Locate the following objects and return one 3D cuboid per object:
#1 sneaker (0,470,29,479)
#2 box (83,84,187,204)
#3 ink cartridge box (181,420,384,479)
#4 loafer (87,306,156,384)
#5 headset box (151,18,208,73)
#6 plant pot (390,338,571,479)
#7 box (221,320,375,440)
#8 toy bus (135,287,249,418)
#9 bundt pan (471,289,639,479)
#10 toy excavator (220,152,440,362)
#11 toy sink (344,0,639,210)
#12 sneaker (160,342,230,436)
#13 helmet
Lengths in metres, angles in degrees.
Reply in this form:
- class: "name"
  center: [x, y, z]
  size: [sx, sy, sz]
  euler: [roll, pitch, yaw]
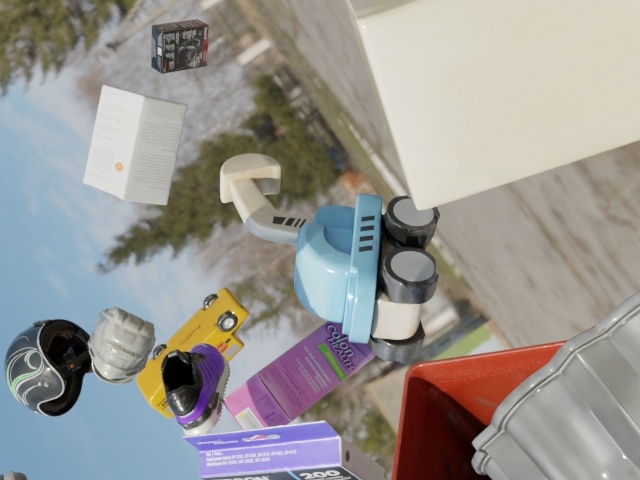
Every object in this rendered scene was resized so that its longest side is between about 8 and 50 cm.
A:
- class: "sneaker"
  center: [-0.347, 0.432, 1.467]
  size: [0.124, 0.178, 0.295]
  euler: [-131, 21, -56]
- class: "box"
  center: [-0.306, -0.157, 1.635]
  size: [0.091, 0.170, 0.130]
  euler: [6, -169, -45]
- class: "ink cartridge box"
  center: [-0.047, 0.298, 1.304]
  size: [0.208, 0.206, 0.045]
  euler: [50, -144, -51]
- class: "loafer"
  center: [-0.330, 0.175, 1.608]
  size: [0.112, 0.111, 0.319]
  euler: [27, 169, -5]
- class: "headset box"
  center: [-0.192, -0.271, 1.382]
  size: [0.032, 0.083, 0.062]
  euler: [35, 131, 39]
- class: "plant pot"
  center: [0.254, 0.300, 1.151]
  size: [0.236, 0.267, 0.267]
  euler: [51, -142, -38]
- class: "box"
  center: [-0.047, 0.280, 2.011]
  size: [0.117, 0.243, 0.213]
  euler: [53, 147, 4]
- class: "toy bus"
  center: [-0.307, 0.279, 2.469]
  size: [0.130, 0.332, 0.108]
  euler: [46, 178, -41]
- class: "bundt pan"
  center: [0.285, 0.137, 0.759]
  size: [0.124, 0.331, 0.331]
  euler: [60, -176, 29]
- class: "toy excavator"
  center: [0.000, 0.000, 1.967]
  size: [0.433, 0.445, 0.222]
  euler: [-84, 1, -46]
- class: "toy sink"
  center: [0.151, -0.147, 0.736]
  size: [0.131, 0.234, 0.153]
  euler: [-100, -10, -62]
- class: "sneaker"
  center: [-0.272, 0.275, 2.091]
  size: [0.146, 0.102, 0.293]
  euler: [57, -170, -24]
- class: "helmet"
  center: [-0.510, 0.240, 1.858]
  size: [0.169, 0.161, 0.169]
  euler: [30, -141, -27]
